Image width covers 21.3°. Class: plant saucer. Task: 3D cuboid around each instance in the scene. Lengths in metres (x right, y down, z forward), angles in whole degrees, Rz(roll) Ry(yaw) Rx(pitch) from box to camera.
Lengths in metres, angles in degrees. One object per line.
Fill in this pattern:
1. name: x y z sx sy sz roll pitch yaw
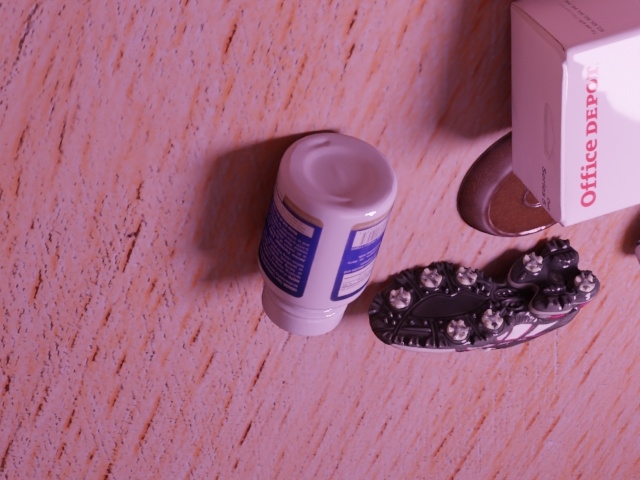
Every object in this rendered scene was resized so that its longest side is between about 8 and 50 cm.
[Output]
1. plant saucer: 0.223 -0.058 1.763 0.168 0.029 0.168 -18 144 -14

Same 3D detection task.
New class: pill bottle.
1. pill bottle: 0.000 0.000 1.614 0.112 0.112 0.187 -10 140 -24

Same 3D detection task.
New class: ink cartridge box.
1. ink cartridge box: 0.321 -0.152 1.605 0.272 0.115 0.198 -17 128 -15

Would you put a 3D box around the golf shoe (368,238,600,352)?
1. golf shoe: 0.173 0.086 1.846 0.272 0.105 0.120 -10 147 -24

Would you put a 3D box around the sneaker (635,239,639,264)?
1. sneaker: 0.439 -0.050 1.871 0.094 0.091 0.258 -3 158 -38
